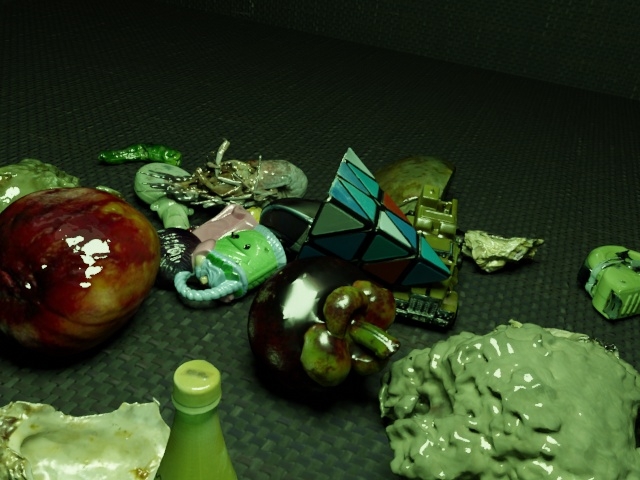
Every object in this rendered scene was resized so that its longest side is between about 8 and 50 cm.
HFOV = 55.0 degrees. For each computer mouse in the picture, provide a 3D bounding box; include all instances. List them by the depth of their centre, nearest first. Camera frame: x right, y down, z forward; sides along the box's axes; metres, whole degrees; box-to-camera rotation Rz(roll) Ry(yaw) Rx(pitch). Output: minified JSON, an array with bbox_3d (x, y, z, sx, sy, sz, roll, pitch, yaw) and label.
[{"bbox_3d":[0.000,0.000,1.078,0.233,0.137,0.096,6,29,8],"label":"computer mouse"}]

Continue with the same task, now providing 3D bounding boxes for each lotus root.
[{"bbox_3d":[0.182,-0.110,1.297,0.210,0.141,0.314,9,29,5],"label":"lotus root"}]

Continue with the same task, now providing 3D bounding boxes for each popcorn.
[{"bbox_3d":[-0.127,-0.022,1.169,0.084,0.084,0.084,5,30,-3],"label":"popcorn"}]

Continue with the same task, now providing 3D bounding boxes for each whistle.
[{"bbox_3d":[-0.299,-0.078,1.215,0.126,0.067,0.258,6,32,-28],"label":"whistle"}]

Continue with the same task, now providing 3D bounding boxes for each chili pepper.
[{"bbox_3d":[-0.408,-0.195,1.401,0.182,0.050,0.073,-2,38,-12],"label":"chili pepper"}]

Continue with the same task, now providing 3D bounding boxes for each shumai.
[{"bbox_3d":[-0.450,-0.026,1.022,0.218,0.189,0.256,20,12,-14],"label":"shumai"}]

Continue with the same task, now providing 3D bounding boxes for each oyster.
[{"bbox_3d":[-0.269,0.244,0.658,0.233,0.107,0.161,21,23,-14],"label":"oyster"},{"bbox_3d":[0.325,0.021,1.189,0.191,0.081,0.163,8,2,31],"label":"oyster"}]

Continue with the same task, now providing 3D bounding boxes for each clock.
[{"bbox_3d":[-0.183,0.027,1.028,0.196,0.100,0.194,-22,40,-27],"label":"clock"}]

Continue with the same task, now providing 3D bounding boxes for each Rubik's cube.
[{"bbox_3d":[0.036,0.040,0.962,0.250,0.234,0.284,41,20,-13],"label":"Rubik's cube"}]

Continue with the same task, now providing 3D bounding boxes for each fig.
[{"bbox_3d":[-0.343,0.034,0.863,0.224,0.224,0.263,20,46,21],"label":"fig"}]

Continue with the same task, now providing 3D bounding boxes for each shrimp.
[{"bbox_3d":[-0.183,-0.112,1.192,0.343,0.145,0.116,2,65,-26],"label":"shrimp"}]

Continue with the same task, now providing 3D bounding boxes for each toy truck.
[{"bbox_3d":[0.186,0.027,1.051,0.127,0.127,0.257,14,47,4],"label":"toy truck"}]

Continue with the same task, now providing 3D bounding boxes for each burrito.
[{"bbox_3d":[0.332,0.153,0.898,0.063,0.058,0.229,31,-7,-19],"label":"burrito"}]

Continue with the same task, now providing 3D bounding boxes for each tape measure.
[{"bbox_3d":[0.558,0.070,1.125,0.178,0.087,0.154,-4,31,-22],"label":"tape measure"}]

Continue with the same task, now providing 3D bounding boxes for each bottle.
[{"bbox_3d":[-0.112,0.217,0.546,0.083,0.269,0.083,5,29,-3],"label":"bottle"}]

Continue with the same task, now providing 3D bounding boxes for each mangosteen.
[{"bbox_3d":[0.010,0.115,0.817,0.194,0.194,0.231,-13,8,-31],"label":"mangosteen"}]

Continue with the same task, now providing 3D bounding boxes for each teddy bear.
[{"bbox_3d":[0.243,0.265,0.661,0.358,0.224,0.367,8,45,-1],"label":"teddy bear"}]
